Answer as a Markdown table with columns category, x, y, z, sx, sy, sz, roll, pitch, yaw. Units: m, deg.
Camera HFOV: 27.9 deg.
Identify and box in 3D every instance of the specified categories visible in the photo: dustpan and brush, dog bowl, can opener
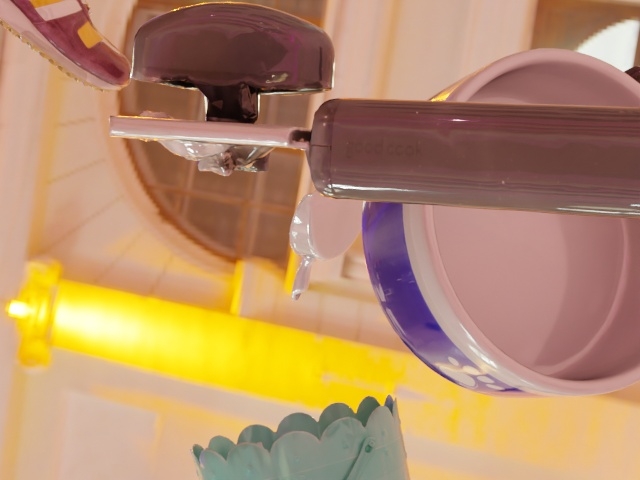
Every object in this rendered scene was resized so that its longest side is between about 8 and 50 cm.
| category | x | y | z | sx | sy | sz | roll | pitch | yaw |
| --- | --- | --- | --- | --- | --- | --- | --- | --- | --- |
| dustpan and brush | 0.000 | 0.000 | 1.738 | 0.147 | 0.060 | 0.211 | -19 | -52 | -46 |
| dog bowl | 0.169 | -0.009 | 1.006 | 0.104 | 0.265 | 0.264 | -20 | 50 | 63 |
| can opener | 0.030 | -0.065 | 0.591 | 0.076 | 0.284 | 0.095 | -2 | -84 | -65 |

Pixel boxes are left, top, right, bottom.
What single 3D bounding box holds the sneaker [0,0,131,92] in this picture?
| category | x | y | z | sx | sy | sz | roll | pitch | yaw |
| --- | --- | --- | --- | --- | --- | --- | --- | --- | --- |
| sneaker | -0.182 | -0.173 | 0.856 | 0.084 | 0.069 | 0.185 | -51 | -51 | 2 |

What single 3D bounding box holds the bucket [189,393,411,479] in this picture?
| category | x | y | z | sx | sy | sz | roll | pitch | yaw |
| --- | --- | --- | --- | --- | --- | --- | --- | --- | --- |
| bucket | -0.014 | 0.308 | 1.572 | 0.281 | 0.281 | 0.183 | -4 | -101 | -71 |

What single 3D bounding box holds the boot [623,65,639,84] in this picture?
| category | x | y | z | sx | sy | sz | roll | pitch | yaw |
| --- | --- | --- | --- | --- | --- | --- | --- | --- | --- |
| boot | 0.415 | -0.034 | 1.260 | 0.118 | 0.338 | 0.222 | 135 | 133 | -54 |
